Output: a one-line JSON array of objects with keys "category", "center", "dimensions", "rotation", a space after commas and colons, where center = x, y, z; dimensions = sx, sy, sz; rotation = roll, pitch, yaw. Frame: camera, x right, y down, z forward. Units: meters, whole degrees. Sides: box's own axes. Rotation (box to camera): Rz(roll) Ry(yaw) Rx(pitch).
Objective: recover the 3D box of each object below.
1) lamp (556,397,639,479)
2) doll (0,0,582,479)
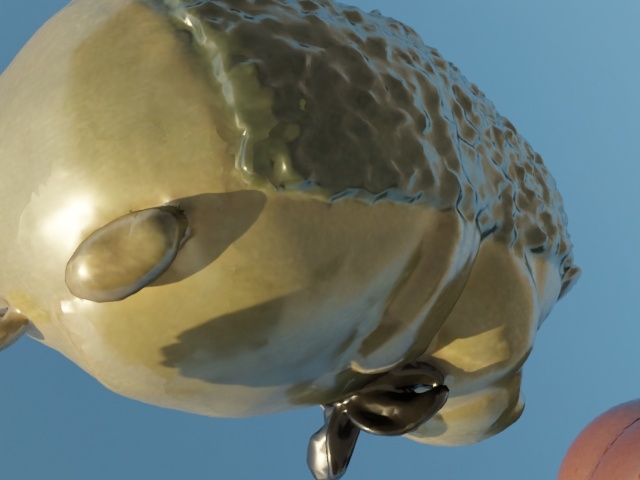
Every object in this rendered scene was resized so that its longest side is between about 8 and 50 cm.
[{"category": "lamp", "center": [0.317, 0.272, 0.683], "dimensions": [0.305, 0.305, 0.239], "rotation": [44, -99, -7]}, {"category": "doll", "center": [0.000, 0.000, 0.458], "dimensions": [0.350, 0.247, 0.247], "rotation": [6, -111, -46]}]
